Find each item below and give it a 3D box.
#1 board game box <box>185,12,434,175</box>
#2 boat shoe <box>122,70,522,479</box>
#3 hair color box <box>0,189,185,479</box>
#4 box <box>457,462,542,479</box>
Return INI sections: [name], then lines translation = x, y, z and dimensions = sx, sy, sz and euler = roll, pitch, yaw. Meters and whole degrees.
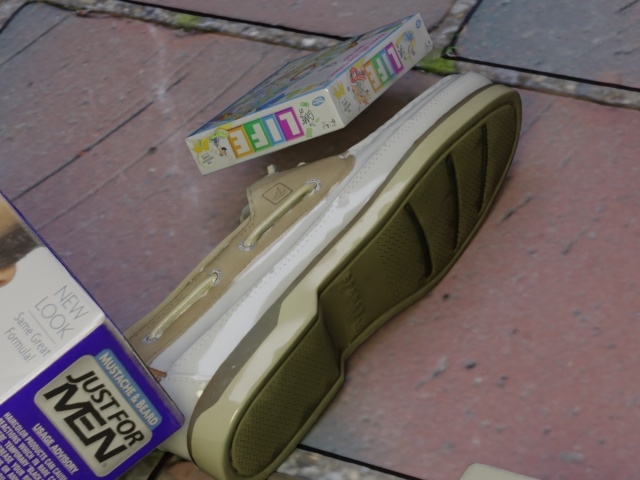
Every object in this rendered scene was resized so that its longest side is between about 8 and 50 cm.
[board game box]
translation = -0.004, -0.091, 1.146
dimensions = 0.103, 0.026, 0.154
euler = -18, 14, 31
[boat shoe]
translation = 0.000, 0.000, 1.051
dimensions = 0.103, 0.113, 0.302
euler = 26, 56, 28
[hair color box]
translation = -0.261, 0.122, 0.949
dimensions = 0.339, 0.110, 0.185
euler = -38, 47, -9
[box]
translation = 0.077, 0.223, 0.758
dimensions = 0.149, 0.127, 0.232
euler = 13, 40, 27
